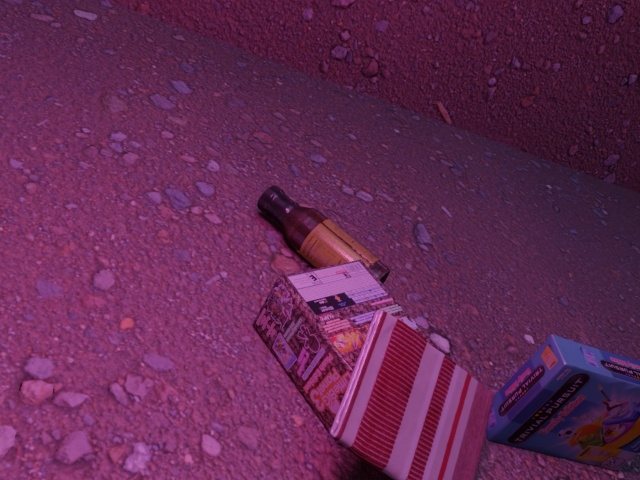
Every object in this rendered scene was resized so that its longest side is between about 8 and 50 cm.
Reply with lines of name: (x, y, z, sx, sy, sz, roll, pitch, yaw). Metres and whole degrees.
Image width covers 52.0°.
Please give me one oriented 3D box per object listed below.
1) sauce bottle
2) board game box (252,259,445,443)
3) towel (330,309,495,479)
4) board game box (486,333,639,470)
sauce bottle: (0.000, 0.000, 1.508, 0.344, 0.111, 0.111, 41, 35, 17)
board game box: (0.056, 0.197, 1.257, 0.232, 0.141, 0.291, -9, 49, -44)
towel: (0.166, 0.296, 1.115, 0.329, 0.037, 0.237, 39, 58, -27)
board game box: (0.538, 0.338, 1.328, 0.336, 0.253, 0.079, 17, 35, -17)
